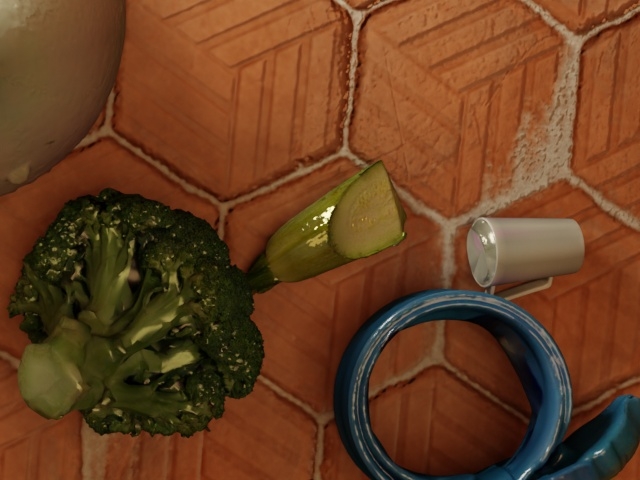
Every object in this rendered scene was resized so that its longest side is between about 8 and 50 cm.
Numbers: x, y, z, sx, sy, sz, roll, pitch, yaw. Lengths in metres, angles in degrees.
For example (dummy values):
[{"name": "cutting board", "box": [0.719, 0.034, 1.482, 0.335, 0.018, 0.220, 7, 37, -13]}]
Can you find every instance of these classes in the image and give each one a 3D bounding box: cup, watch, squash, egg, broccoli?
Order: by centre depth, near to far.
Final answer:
[{"name": "egg", "box": [-0.341, -0.189, 1.647, 0.354, 0.340, 0.355, -5, 109, -15]}, {"name": "broccoli", "box": [-0.196, 0.089, 1.803, 0.270, 0.270, 0.270, -36, 111, -54]}, {"name": "squash", "box": [0.002, 0.001, 1.931, 0.200, 0.075, 0.090, -33, 130, -8]}, {"name": "watch", "box": [0.177, 0.171, 1.935, 0.305, 0.241, 0.274, -25, 90, -8]}, {"name": "cup", "box": [0.219, 0.022, 2.004, 0.116, 0.074, 0.104, -3, 122, -20]}]
